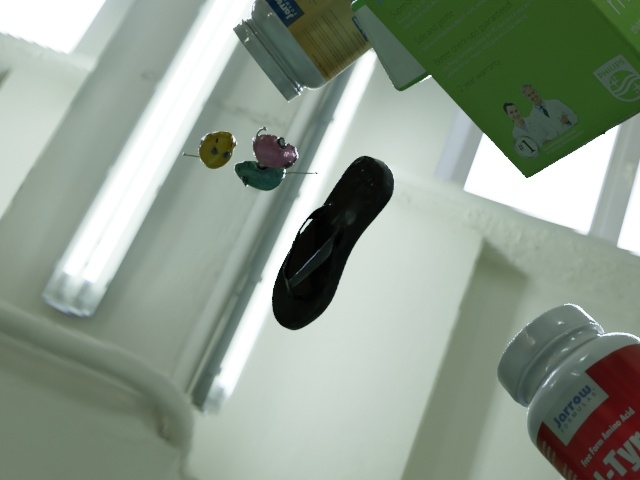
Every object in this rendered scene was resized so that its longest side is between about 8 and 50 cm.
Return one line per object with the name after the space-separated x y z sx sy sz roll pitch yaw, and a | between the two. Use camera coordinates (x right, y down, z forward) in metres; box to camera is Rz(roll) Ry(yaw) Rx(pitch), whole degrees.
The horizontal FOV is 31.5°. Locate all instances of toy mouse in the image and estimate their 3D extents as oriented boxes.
-0.067 -0.086 1.299 0.143 0.031 0.161 19 -22 -23 | toy mouse

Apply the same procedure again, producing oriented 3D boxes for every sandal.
0.000 -0.001 1.449 0.054 0.254 0.097 12 25 -44 | sandal

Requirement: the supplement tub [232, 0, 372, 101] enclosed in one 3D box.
0.000 -0.288 1.474 0.144 0.199 0.144 52 4 -5 | supplement tub

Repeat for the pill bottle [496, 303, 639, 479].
0.451 0.285 1.645 0.408 0.229 0.229 48 -13 36 | pill bottle

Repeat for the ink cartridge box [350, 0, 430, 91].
0.198 -0.286 1.222 0.198 0.273 0.115 -27 -86 49 | ink cartridge box

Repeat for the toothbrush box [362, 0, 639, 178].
0.104 -0.214 0.658 0.283 0.206 0.122 46 -38 -6 | toothbrush box
